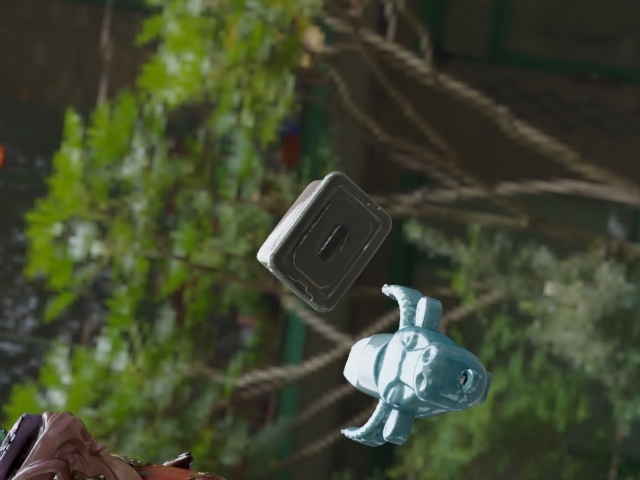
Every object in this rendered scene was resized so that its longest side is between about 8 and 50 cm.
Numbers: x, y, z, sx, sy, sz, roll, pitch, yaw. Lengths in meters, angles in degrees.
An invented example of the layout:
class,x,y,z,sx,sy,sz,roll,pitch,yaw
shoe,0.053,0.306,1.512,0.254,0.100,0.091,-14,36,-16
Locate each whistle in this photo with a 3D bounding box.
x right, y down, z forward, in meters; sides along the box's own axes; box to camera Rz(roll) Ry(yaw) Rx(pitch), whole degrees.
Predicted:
class,x,y,z,sx,sy,sz,roll,pitch,yaw
whistle,0.103,0.146,2.090,0.274,0.093,0.186,2,75,63

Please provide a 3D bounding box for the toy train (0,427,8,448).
class,x,y,z,sx,sy,sz,roll,pitch,yaw
toy train,-0.396,0.328,2.038,0.285,0.177,0.116,62,153,22

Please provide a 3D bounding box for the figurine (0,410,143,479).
class,x,y,z,sx,sy,sz,roll,pitch,yaw
figurine,-0.218,0.207,1.623,0.126,0.157,0.114,-75,-3,-75

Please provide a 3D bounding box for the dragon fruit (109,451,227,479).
class,x,y,z,sx,sy,sz,roll,pitch,yaw
dragon fruit,-0.148,0.368,2.153,0.226,0.305,0.305,-45,5,23

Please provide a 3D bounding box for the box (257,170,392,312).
class,x,y,z,sx,sy,sz,roll,pitch,yaw
box,0.000,0.000,1.831,0.122,0.089,0.062,-53,22,-12
